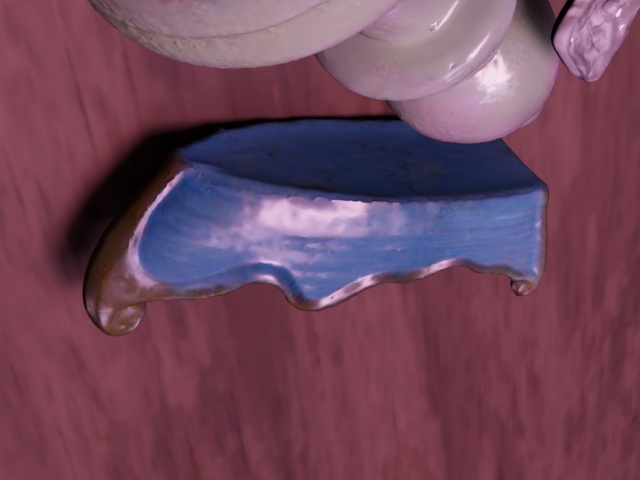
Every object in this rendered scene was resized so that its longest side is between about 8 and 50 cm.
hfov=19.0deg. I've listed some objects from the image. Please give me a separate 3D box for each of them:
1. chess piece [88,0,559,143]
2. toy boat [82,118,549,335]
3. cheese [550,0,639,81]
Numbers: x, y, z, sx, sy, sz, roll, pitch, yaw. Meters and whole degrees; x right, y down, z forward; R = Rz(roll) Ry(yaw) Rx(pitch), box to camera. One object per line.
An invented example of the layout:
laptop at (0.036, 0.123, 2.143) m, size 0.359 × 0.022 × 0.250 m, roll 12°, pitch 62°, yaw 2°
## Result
chess piece at (0.024, -0.091, 0.640) m, size 0.139 × 0.139 × 0.272 m, roll -41°, pitch 152°, yaw 10°
toy boat at (0.000, 0.000, 0.738) m, size 0.185 × 0.075 × 0.077 m, roll -3°, pitch 124°, yaw -29°
cheese at (0.128, -0.128, 0.677) m, size 0.162 × 0.036 × 0.086 m, roll -56°, pitch 144°, yaw -11°
